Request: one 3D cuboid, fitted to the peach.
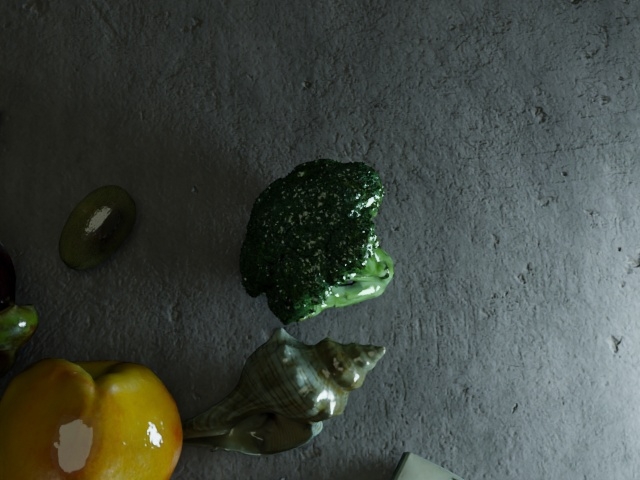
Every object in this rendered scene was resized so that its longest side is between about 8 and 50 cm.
[{"bbox_3d":[-0.367,0.331,1.357,0.289,0.289,0.308,9,92,-3],"label":"peach"}]

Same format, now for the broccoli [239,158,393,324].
[{"bbox_3d":[0.000,0.000,1.484,0.275,0.308,0.308,20,74,-36],"label":"broccoli"}]

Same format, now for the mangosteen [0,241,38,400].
[{"bbox_3d":[-0.610,0.105,1.364,0.330,0.330,0.330,1,77,-5],"label":"mangosteen"}]

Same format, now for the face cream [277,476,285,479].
[{"bbox_3d":[0.010,0.508,1.448,0.283,0.073,0.073,44,78,6],"label":"face cream"}]

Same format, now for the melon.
[{"bbox_3d":[-0.381,-0.021,1.521,0.099,0.099,0.162,35,80,3],"label":"melon"}]

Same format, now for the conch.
[{"bbox_3d":[-0.063,0.250,1.467,0.386,0.169,0.203,-23,108,29],"label":"conch"}]

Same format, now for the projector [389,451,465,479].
[{"bbox_3d":[0.182,0.434,1.486,0.147,0.061,0.115,28,78,2],"label":"projector"}]
